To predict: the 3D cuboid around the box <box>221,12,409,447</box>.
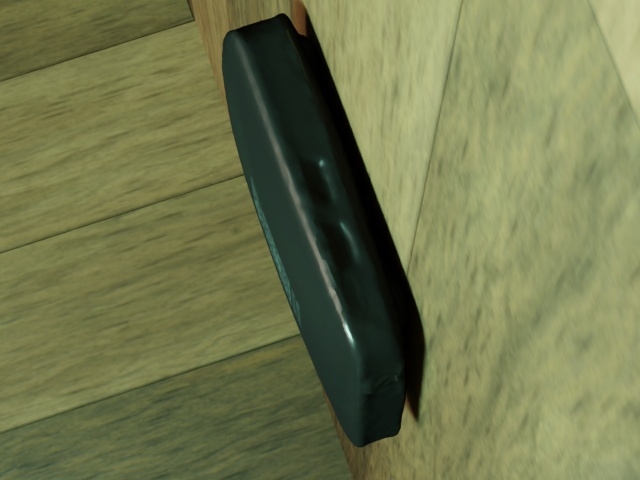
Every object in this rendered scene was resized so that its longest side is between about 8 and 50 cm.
[{"bbox_3d":[0.000,0.000,1.406,0.290,0.073,0.289,86,165,-70],"label":"box"}]
